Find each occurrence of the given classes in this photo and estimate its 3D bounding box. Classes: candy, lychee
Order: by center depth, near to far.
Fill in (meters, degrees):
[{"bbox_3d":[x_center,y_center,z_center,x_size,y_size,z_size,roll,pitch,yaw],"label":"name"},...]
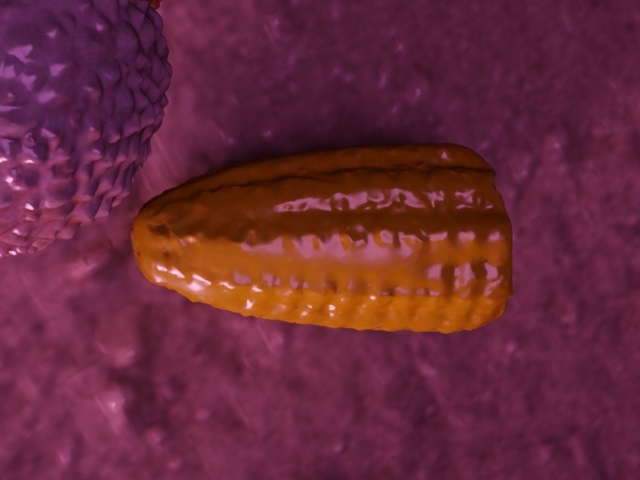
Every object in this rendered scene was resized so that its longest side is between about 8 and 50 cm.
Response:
[{"bbox_3d":[-0.155,-0.072,0.717,0.197,0.165,0.165,-2,105,-37],"label":"lychee"},{"bbox_3d":[0.000,0.000,0.854,0.198,0.094,0.106,-1,110,-19],"label":"candy"}]

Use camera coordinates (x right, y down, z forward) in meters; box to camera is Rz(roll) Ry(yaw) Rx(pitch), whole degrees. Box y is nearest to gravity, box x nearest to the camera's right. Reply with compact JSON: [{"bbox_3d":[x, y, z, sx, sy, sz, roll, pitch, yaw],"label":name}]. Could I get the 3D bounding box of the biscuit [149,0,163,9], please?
[{"bbox_3d":[-0.115,-0.203,0.773,0.064,0.034,0.199,-33,116,-15],"label":"biscuit"}]
